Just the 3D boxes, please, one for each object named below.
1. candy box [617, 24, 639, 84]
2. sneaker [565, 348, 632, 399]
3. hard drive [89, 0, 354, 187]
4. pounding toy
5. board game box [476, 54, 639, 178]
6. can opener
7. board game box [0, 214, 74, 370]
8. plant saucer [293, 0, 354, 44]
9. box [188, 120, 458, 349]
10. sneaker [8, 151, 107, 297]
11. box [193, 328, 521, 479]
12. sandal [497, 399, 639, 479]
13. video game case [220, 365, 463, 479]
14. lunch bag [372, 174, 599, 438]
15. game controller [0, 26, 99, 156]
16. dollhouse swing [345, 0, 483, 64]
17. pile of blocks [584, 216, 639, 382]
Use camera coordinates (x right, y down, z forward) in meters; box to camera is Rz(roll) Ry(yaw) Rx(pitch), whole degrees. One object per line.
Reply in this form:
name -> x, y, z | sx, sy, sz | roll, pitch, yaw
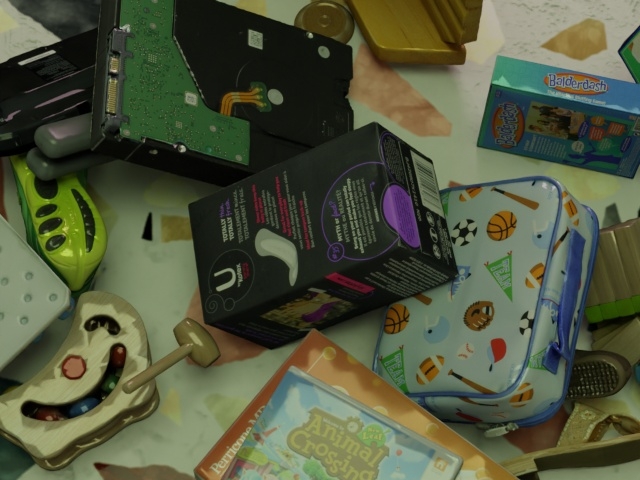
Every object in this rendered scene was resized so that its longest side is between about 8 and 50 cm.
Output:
candy box -> 0.570, -0.162, 1.732 | 0.268, 0.122, 0.317 | -12, 64, -28
sneaker -> 0.277, 0.161, 1.647 | 0.188, 0.071, 0.066 | 0, 96, 28
hard drive -> -0.115, -0.179, 1.718 | 0.339, 0.064, 0.236 | 14, 61, -29
pounding toy -> -0.267, 0.140, 1.605 | 0.270, 0.155, 0.154 | -31, 74, -13
board game box -> 0.311, -0.153, 1.742 | 0.210, 0.160, 0.047 | 12, 66, 4
can opener -> -0.231, -0.127, 1.701 | 0.280, 0.074, 0.093 | -17, 55, -45
board game box -> -0.542, 0.081, 1.633 | 0.390, 0.050, 0.390 | -44, 68, -6
plant saucer -> 0.005, -0.296, 1.883 | 0.083, 0.015, 0.083 | 0, 65, -1
box -> 0.000, 0.000, 1.616 | 0.270, 0.143, 0.165 | -22, 63, 26
sneaker -> -0.334, -0.050, 1.715 | 0.110, 0.123, 0.295 | 0, 46, -19
box -> 0.061, 0.299, 1.529 | 0.345, 0.168, 0.215 | 35, 70, 15
sandal -> 0.296, 0.225, 1.612 | 0.240, 0.088, 0.079 | -15, 63, 0
video game case -> 0.012, 0.260, 1.441 | 0.212, 0.023, 0.193 | 28, 68, 11
lunch bag -> 0.199, 0.077, 1.606 | 0.243, 0.115, 0.303 | -5, 61, 40
game controller -> -0.326, -0.197, 1.751 | 0.319, 0.067, 0.166 | -28, 39, -36
dollhouse swing -> 0.007, -0.393, 1.727 | 0.305, 0.346, 0.315 | -16, 60, -12
pile of blocks -> 0.427, 0.124, 1.662 | 0.362, 0.149, 0.113 | 52, 33, 10
